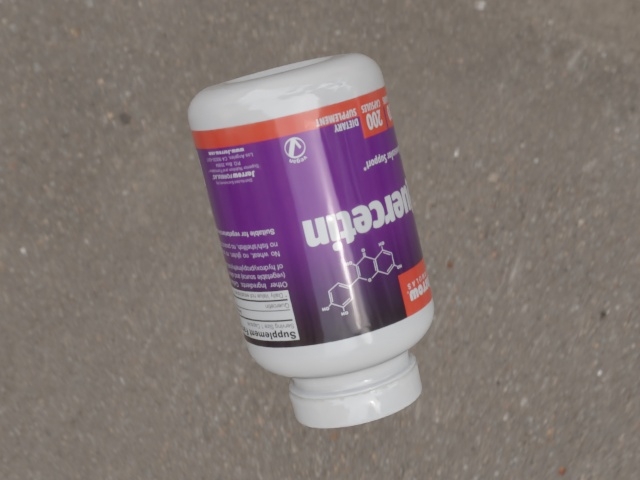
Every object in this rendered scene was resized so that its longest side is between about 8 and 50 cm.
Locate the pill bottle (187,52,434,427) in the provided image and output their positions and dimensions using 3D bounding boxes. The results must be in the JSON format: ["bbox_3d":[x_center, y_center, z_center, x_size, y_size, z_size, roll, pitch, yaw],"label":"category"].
[{"bbox_3d":[0.000,0.000,1.148,0.182,0.181,0.322,-15,101,-5],"label":"pill bottle"}]
